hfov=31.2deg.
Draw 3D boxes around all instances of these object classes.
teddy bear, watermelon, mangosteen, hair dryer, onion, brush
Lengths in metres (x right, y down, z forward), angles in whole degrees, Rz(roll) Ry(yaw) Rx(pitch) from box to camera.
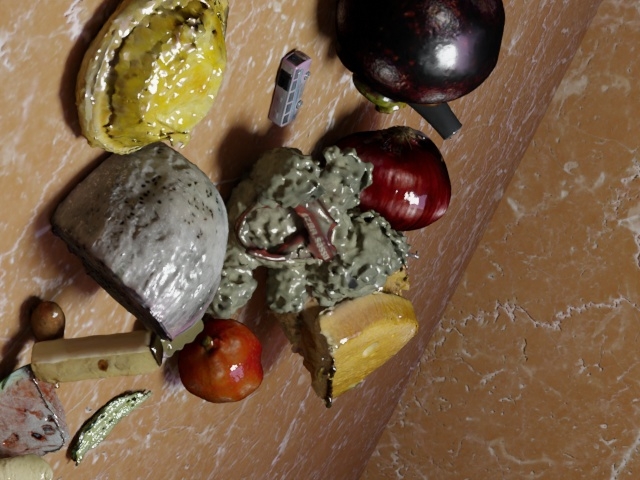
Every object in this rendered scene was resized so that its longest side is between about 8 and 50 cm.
[{"bbox_3d":[0.000,0.000,1.991,0.357,0.368,0.224,-57,-155,28],"label":"teddy bear"},{"bbox_3d":[-0.435,0.270,1.680,0.187,0.139,0.071,-58,-167,3],"label":"watermelon"},{"bbox_3d":[0.152,-0.365,1.919,0.297,0.313,0.296,-2,94,-39],"label":"mangosteen"},{"bbox_3d":[0.166,-0.282,2.242,0.091,0.235,0.272,-40,-177,-10],"label":"hair dryer"},{"bbox_3d":[0.125,-0.090,2.239,0.273,0.273,0.285,-27,129,-57],"label":"onion"},{"bbox_3d":[-0.219,0.114,2.055,0.301,0.071,0.084,-43,154,-50],"label":"brush"}]

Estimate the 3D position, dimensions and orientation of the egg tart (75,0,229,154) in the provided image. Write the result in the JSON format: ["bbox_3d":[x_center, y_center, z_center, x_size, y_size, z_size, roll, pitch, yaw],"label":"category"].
[{"bbox_3d":[-0.198,-0.216,1.507,0.291,0.107,0.290,-47,159,-25],"label":"egg tart"}]

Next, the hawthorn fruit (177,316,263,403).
[{"bbox_3d":[-0.191,0.227,2.156,0.169,0.169,0.188,-55,162,-7],"label":"hawthorn fruit"}]

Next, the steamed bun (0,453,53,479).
[{"bbox_3d":[-0.511,0.397,1.621,0.212,0.110,0.231,-2,150,-43],"label":"steamed bun"}]

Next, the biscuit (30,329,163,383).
[{"bbox_3d":[-0.318,0.162,1.624,0.056,0.188,0.052,73,12,-48],"label":"biscuit"}]

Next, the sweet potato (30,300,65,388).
[{"bbox_3d":[-0.398,0.149,1.685,0.050,0.050,0.214,-45,163,-32],"label":"sweet potato"}]

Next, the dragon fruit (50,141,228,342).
[{"bbox_3d":[-0.222,0.001,1.644,0.221,0.204,0.283,-52,161,-17],"label":"dragon fruit"}]

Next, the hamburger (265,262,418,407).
[{"bbox_3d":[0.055,0.142,2.358,0.287,0.268,0.445,-30,160,-13],"label":"hamburger"}]

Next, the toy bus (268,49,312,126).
[{"bbox_3d":[-0.052,-0.254,1.920,0.052,0.037,0.130,-33,151,-42],"label":"toy bus"}]

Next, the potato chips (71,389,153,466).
[{"bbox_3d":[-0.369,0.318,2.049,0.207,0.028,0.092,-41,157,-36],"label":"potato chips"}]
